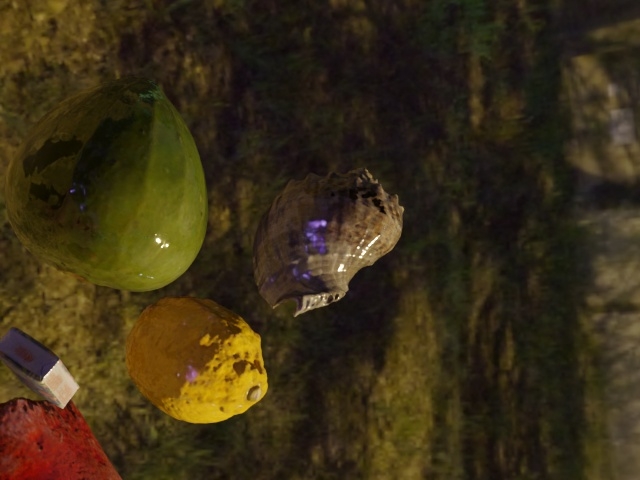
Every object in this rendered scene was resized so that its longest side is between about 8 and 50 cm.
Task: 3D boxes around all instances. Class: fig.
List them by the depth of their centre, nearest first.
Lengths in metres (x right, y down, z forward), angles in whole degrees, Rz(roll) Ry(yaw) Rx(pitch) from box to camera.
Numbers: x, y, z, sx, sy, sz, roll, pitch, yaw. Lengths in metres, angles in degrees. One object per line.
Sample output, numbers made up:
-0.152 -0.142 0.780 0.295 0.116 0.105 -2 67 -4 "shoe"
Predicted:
-0.298 -0.089 1.299 0.316 0.316 0.316 -6 90 -69 "fig"

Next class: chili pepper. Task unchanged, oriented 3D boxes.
-0.380 0.332 1.170 0.251 0.229 0.305 -20 78 -42 "chili pepper"

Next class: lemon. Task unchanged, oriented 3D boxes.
-0.116 0.113 0.840 0.114 0.155 0.114 -43 146 -40 "lemon"

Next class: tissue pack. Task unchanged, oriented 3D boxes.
-0.271 0.122 0.849 0.035 0.063 0.083 -52 163 -21 "tissue pack"

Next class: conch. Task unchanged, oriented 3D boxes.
0.000 0.000 0.945 0.130 0.155 0.207 44 57 -31 "conch"
